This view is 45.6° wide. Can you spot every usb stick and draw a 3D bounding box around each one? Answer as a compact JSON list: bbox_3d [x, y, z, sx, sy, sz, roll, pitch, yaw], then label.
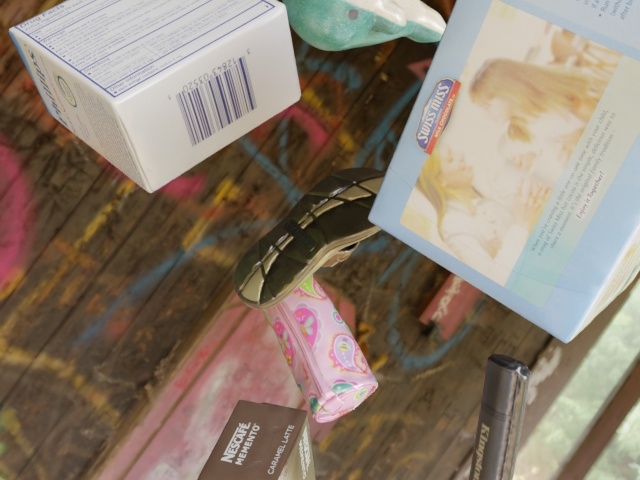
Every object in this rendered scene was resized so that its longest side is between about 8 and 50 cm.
[{"bbox_3d":[0.252,0.303,1.103,0.045,0.278,0.077,3,8,-28],"label":"usb stick"}]

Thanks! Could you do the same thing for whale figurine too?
[{"bbox_3d":[0.063,-0.350,1.176,0.272,0.141,0.216,10,28,-35],"label":"whale figurine"}]

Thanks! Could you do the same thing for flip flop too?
[{"bbox_3d":[0.000,0.000,1.075,0.112,0.277,0.080,48,-4,25],"label":"flip flop"}]

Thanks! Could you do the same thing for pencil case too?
[{"bbox_3d":[-0.021,0.146,1.224,0.284,0.124,0.124,60,7,24],"label":"pencil case"}]

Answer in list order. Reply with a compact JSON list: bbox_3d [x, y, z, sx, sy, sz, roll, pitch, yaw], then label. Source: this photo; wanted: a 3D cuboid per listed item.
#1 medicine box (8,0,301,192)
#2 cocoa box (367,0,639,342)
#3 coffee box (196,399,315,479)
[{"bbox_3d":[-0.221,-0.242,1.035,0.289,0.263,0.149,35,-29,36],"label":"medicine box"},{"bbox_3d":[0.240,-0.128,0.705,0.231,0.347,0.228,33,28,24],"label":"cocoa box"},{"bbox_3d":[-0.073,0.347,1.000,0.098,0.141,0.246,7,-54,16],"label":"coffee box"}]
